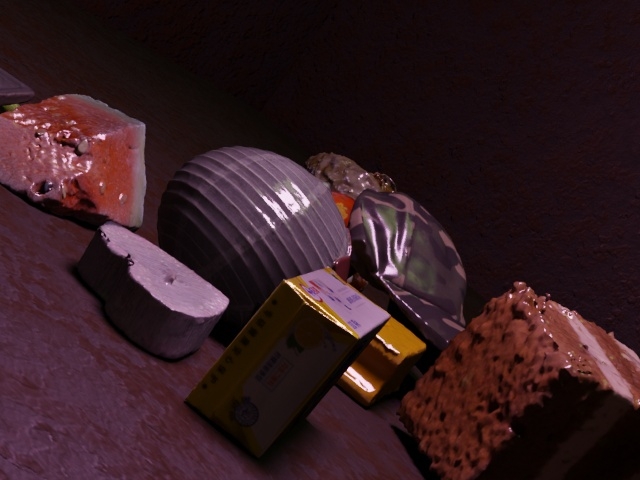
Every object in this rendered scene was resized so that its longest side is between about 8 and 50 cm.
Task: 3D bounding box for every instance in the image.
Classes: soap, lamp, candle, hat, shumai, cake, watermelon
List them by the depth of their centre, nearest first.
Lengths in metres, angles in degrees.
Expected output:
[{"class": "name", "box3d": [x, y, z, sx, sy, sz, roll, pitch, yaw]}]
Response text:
[{"class": "candle", "box3d": [-0.175, 0.062, 1.496, 0.168, 0.068, 0.192, 26, 14, -40]}, {"class": "lamp", "box3d": [-0.078, -0.002, 1.707, 0.265, 0.233, 0.233, 40, 8, 38]}, {"class": "watermelon", "box3d": [-0.330, -0.104, 1.715, 0.193, 0.139, 0.257, 31, 13, 22]}, {"class": "cake", "box3d": [0.295, 0.245, 1.750, 0.290, 0.282, 0.255, 34, 16, -24]}, {"class": "soap", "box3d": [-0.011, 0.094, 1.927, 0.324, 0.096, 0.204, 38, 8, 11]}, {"class": "hat", "box3d": [0.204, 0.104, 2.105, 0.382, 0.257, 0.366, 23, -17, 19]}, {"class": "shumai", "box3d": [0.025, -0.024, 2.434, 0.189, 0.218, 0.256, 22, -15, 3]}]

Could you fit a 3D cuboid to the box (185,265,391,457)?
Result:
[{"class": "box", "box3d": [-0.026, 0.122, 1.450, 0.097, 0.168, 0.265, 41, 6, 6]}]

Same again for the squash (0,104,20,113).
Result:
[{"class": "squash", "box3d": [-0.431, -0.176, 1.942, 0.089, 0.027, 0.027, 43, 8, 8]}]

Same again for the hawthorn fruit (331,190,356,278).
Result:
[{"class": "hawthorn fruit", "box3d": [0.000, 0.000, 2.253, 0.189, 0.189, 0.189, 36, 8, -6]}]

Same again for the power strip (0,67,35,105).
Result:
[{"class": "power strip", "box3d": [-0.505, -0.249, 1.657, 0.251, 0.092, 0.257, 40, 21, 17]}]
